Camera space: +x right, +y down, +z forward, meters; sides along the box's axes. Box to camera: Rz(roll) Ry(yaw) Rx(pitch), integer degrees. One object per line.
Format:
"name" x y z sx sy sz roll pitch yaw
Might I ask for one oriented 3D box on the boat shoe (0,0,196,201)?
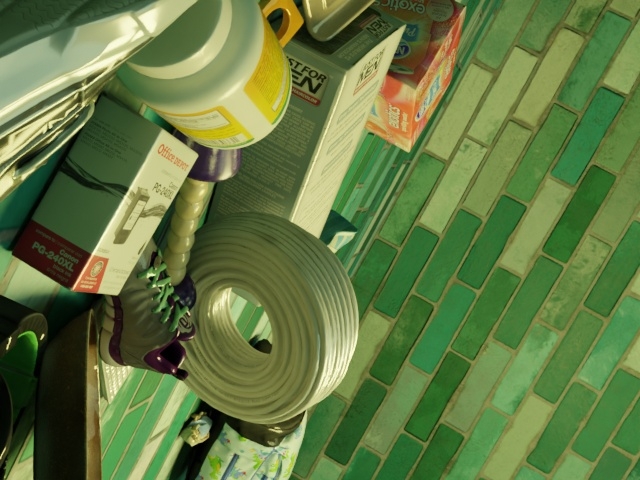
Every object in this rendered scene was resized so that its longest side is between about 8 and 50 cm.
"boat shoe" -0.177 -0.096 0.458 0.335 0.121 0.119 -44 172 -25

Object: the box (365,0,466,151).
"box" 0.106 -0.263 1.298 0.142 0.154 0.300 -59 172 -7

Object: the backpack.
"backpack" -0.155 0.438 1.826 0.355 0.273 0.290 -50 -170 22

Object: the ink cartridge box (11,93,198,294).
"ink cartridge box" -0.177 -0.035 0.733 0.150 0.063 0.109 -60 171 -1

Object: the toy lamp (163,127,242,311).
"toy lamp" -0.138 -0.033 0.913 0.080 0.080 0.274 -51 168 -46

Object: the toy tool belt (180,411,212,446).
"toy tool belt" -0.232 0.358 1.682 0.051 0.052 0.083 -56 174 26

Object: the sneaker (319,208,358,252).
"sneaker" 0.000 0.000 1.771 0.092 0.087 0.229 -57 166 26

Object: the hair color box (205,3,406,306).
"hair color box" -0.034 -0.114 1.114 0.185 0.114 0.374 -49 166 -50

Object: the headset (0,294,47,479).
"headset" -0.265 0.192 0.569 0.394 0.185 0.243 -68 -177 -68

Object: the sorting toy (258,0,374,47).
"sorting toy" 0.030 -0.329 0.894 0.348 0.047 0.196 -45 151 -16

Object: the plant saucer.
"plant saucer" -0.235 0.220 0.823 0.310 0.050 0.310 179 -90 -78

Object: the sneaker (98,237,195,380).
"sneaker" -0.166 0.049 0.872 0.083 0.098 0.223 -65 169 -47

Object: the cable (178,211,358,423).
"cable" -0.082 0.092 1.045 0.089 0.257 0.257 -26 151 -55

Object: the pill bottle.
"pill bottle" -0.094 -0.146 0.674 0.117 0.118 0.208 -60 171 -1

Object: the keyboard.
"keyboard" -0.238 0.115 1.019 0.072 0.014 0.256 -55 170 -32
